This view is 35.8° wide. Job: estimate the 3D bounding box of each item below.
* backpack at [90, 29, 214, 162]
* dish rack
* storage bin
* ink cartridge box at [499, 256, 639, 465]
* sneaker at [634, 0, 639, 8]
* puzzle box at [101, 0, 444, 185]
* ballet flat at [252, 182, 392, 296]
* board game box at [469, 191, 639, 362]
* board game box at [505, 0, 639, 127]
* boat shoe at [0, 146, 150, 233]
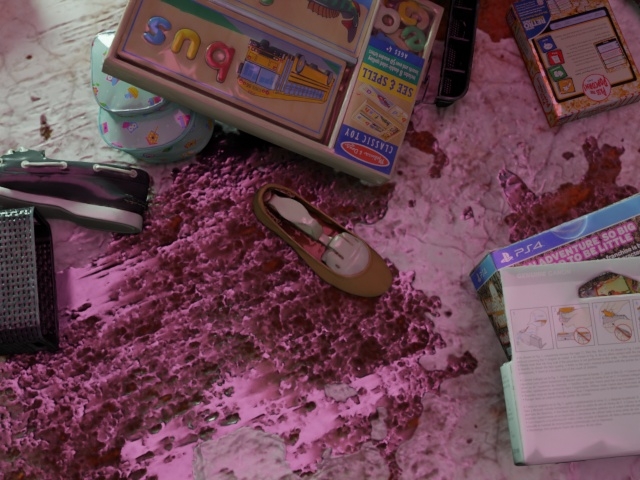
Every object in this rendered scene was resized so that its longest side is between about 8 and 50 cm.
[{"bbox_3d":[-0.233,-0.206,1.379,0.166,0.144,0.188,-6,86,12],"label":"backpack"},{"bbox_3d":[0.089,-0.307,1.460,0.272,0.074,0.208,9,75,0],"label":"dish rack"},{"bbox_3d":[-0.406,0.056,1.318,0.084,0.122,0.180,-6,76,-5],"label":"storage bin"},{"bbox_3d":[0.360,0.145,1.219,0.275,0.060,0.238,-4,75,-3],"label":"ink cartridge box"},{"bbox_3d":[0.590,-0.428,1.511,0.281,0.106,0.162,-29,84,1],"label":"sneaker"},{"bbox_3d":[-0.055,-0.271,1.328,0.409,0.052,0.272,21,77,-13],"label":"puzzle box"},{"bbox_3d":[0.000,0.000,1.377,0.232,0.073,0.080,34,77,6],"label":"ballet flat"},{"bbox_3d":[0.372,0.120,1.329,0.232,0.141,0.291,-20,78,-8],"label":"board game box"},{"bbox_3d":[0.381,-0.281,1.482,0.147,0.045,0.193,-16,77,-7],"label":"board game box"},{"bbox_3d":[-0.388,-0.080,1.365,0.303,0.114,0.091,12,76,-12],"label":"boat shoe"}]
